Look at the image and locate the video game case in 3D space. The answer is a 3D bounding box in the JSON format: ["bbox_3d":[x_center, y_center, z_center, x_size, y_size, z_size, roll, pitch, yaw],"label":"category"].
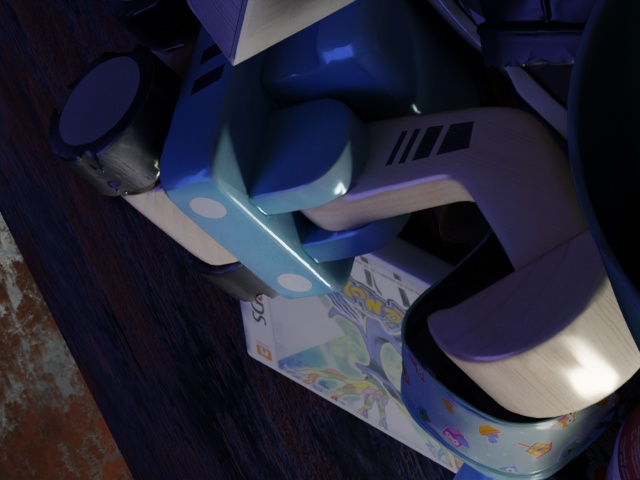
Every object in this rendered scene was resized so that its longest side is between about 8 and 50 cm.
[{"bbox_3d":[0.054,0.090,1.581,0.329,0.036,0.300,27,149,23],"label":"video game case"}]

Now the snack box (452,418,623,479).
[{"bbox_3d":[0.268,0.263,1.260,0.322,0.187,0.060,45,119,30],"label":"snack box"}]

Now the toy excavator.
[{"bbox_3d":[0.034,-0.072,1.177,0.445,0.432,0.222,-12,141,35],"label":"toy excavator"}]

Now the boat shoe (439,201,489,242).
[{"bbox_3d":[0.116,-0.056,1.325,0.152,0.056,0.049,99,167,-55],"label":"boat shoe"}]

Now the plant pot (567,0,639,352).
[{"bbox_3d":[0.266,-0.003,0.747,0.293,0.293,0.235,47,171,27],"label":"plant pot"}]

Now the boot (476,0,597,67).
[{"bbox_3d":[0.172,-0.205,0.896,0.247,0.094,0.207,1,108,41],"label":"boot"}]

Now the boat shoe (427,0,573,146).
[{"bbox_3d":[0.136,-0.148,1.130,0.227,0.069,0.081,50,-172,24],"label":"boat shoe"}]

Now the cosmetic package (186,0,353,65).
[{"bbox_3d":[0.033,-0.205,1.026,0.060,0.239,0.099,55,160,12],"label":"cosmetic package"}]

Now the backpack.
[{"bbox_3d":[0.151,0.087,1.221,0.166,0.188,0.144,38,142,25],"label":"backpack"}]

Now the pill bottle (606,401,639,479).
[{"bbox_3d":[0.276,0.147,1.153,0.121,0.121,0.216,53,159,12],"label":"pill bottle"}]
